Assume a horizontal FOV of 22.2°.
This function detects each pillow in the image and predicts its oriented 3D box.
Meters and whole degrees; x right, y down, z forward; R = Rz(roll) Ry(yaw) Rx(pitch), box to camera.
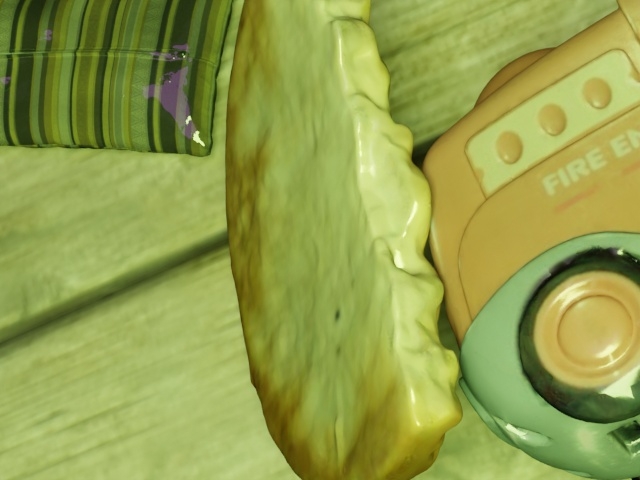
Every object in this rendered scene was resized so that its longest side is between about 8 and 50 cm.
[{"bbox_3d":[-0.152,-0.108,0.994,0.203,0.038,0.113,3,78,20],"label":"pillow"}]

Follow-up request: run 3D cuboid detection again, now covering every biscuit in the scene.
[{"bbox_3d":[0.000,0.000,0.841,0.040,0.204,0.309,-1,58,-21],"label":"biscuit"}]

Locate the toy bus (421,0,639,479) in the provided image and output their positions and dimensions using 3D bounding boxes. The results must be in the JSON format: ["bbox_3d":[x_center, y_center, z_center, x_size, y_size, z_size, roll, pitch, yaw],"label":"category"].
[{"bbox_3d":[0.185,-0.020,0.778,0.288,0.194,0.232,-32,56,11],"label":"toy bus"}]
